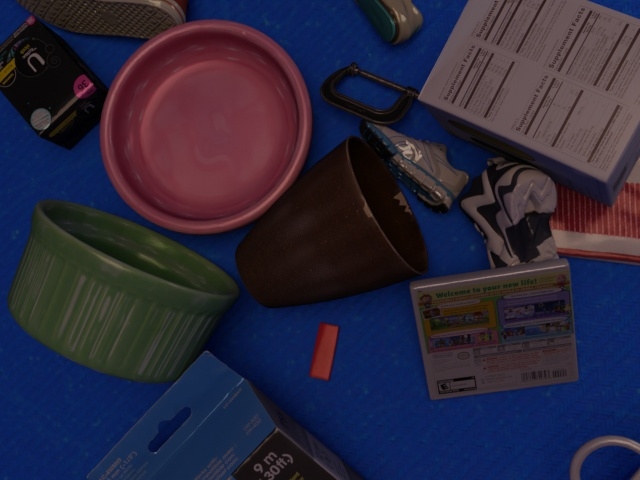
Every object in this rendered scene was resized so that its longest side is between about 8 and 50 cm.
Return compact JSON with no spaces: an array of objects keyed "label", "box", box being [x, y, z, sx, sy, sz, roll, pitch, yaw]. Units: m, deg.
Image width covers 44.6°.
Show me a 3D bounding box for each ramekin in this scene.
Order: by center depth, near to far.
[{"label":"ramekin","box":[-0.279,0.073,1.091,0.303,0.303,0.148,27,95,11]}]

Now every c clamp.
[{"label":"c clamp","box":[0.086,-0.229,1.187,0.161,0.022,0.137,21,59,14]}]

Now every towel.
[{"label":"towel","box":[0.439,-0.132,1.126,0.237,0.037,0.329,6,84,11]}]

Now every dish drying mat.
[{"label":"dish drying mat","box":[0.006,0.167,1.175,0.032,0.008,0.083,10,86,11]}]

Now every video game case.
[{"label":"video game case","box":[0.243,0.127,1.083,0.212,0.023,0.193,-9,116,8]}]

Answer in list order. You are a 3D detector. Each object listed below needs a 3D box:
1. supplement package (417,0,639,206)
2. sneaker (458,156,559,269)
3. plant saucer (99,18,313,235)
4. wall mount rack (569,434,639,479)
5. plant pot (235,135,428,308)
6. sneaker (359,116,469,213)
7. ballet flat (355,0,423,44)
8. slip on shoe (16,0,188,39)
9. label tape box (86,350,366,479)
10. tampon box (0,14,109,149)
[{"label":"supplement package","box":[0.309,-0.199,1.043,0.263,0.199,0.198,29,95,23]},{"label":"sneaker","box":[0.263,-0.013,1.119,0.094,0.153,0.235,-16,120,-8]},{"label":"plant saucer","box":[-0.171,-0.169,1.206,0.332,0.084,0.332,-1,83,8]},{"label":"wall mount rack","box":[0.509,0.319,0.993,0.350,0.130,0.304,35,106,11]},{"label":"plant pot","box":[0.000,0.000,1.111,0.230,0.215,0.215,-28,79,19]},{"label":"sneaker","box":[0.141,-0.127,1.167,0.191,0.071,0.083,43,73,11]},{"label":"ballet flat","box":[0.071,-0.408,1.206,0.086,0.086,0.248,-36,80,4]},{"label":"slip on shoe","box":[-0.364,-0.404,1.261,0.331,0.123,0.101,11,62,11]},{"label":"label tape box","box":[-0.106,0.356,1.052,0.348,0.115,0.249,43,92,-16]},{"label":"tampon box","box":[-0.431,-0.249,1.249,0.120,0.101,0.161,-43,79,3]}]
